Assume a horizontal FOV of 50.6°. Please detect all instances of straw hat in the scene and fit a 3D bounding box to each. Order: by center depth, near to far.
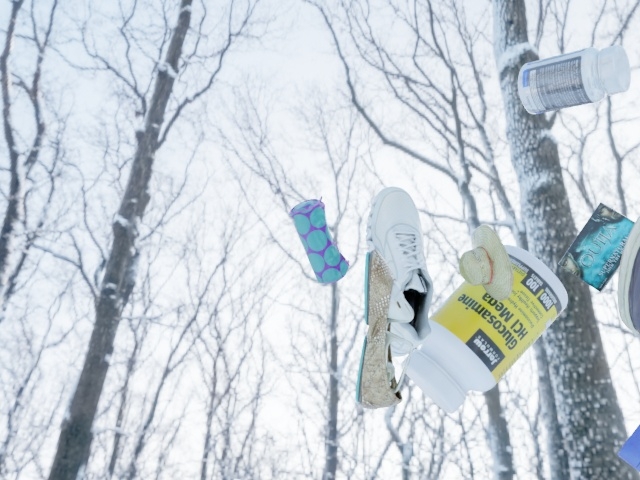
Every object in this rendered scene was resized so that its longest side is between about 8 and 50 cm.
[{"bbox_3d":[0.288,0.048,1.244,0.061,0.145,0.145,-13,-34,-16],"label":"straw hat"}]

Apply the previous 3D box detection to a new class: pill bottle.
[{"bbox_3d":[0.361,-0.230,0.966,0.137,0.078,0.078,-4,-34,43],"label":"pill bottle"},{"bbox_3d":[0.328,0.183,1.383,0.188,0.334,0.188,43,-10,10],"label":"pill bottle"}]

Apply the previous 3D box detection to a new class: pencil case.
[{"bbox_3d":[0.000,0.000,1.243,0.070,0.064,0.152,-23,-75,2],"label":"pencil case"}]

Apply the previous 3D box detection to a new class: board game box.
[{"bbox_3d":[0.693,0.016,1.671,0.026,0.126,0.186,7,-63,-54],"label":"board game box"}]

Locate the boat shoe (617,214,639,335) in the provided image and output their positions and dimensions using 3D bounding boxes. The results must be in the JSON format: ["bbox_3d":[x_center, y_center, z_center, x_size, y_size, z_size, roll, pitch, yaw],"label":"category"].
[{"bbox_3d":[0.373,-0.022,0.627,0.102,0.092,0.286,16,-71,-14],"label":"boat shoe"}]

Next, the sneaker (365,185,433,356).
[{"bbox_3d":[0.143,0.044,1.136,0.109,0.293,0.118,1,-14,-15],"label":"sneaker"}]

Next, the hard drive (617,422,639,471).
[{"bbox_3d":[0.581,0.294,0.856,0.210,0.318,0.040,-54,-42,1],"label":"hard drive"}]

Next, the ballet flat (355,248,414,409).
[{"bbox_3d":[0.085,0.114,0.859,0.067,0.073,0.207,4,-81,13],"label":"ballet flat"}]
